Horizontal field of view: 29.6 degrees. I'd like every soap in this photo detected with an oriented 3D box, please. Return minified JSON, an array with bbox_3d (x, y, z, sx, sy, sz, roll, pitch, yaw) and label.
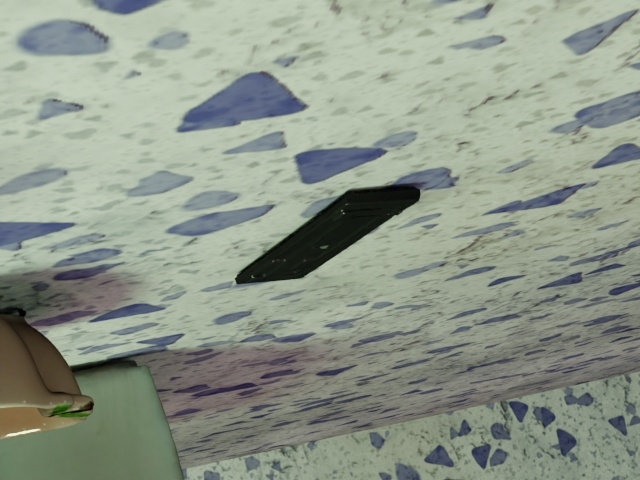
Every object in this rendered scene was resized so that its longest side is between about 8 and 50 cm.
[{"bbox_3d":[-0.274,0.333,1.376,0.213,0.350,0.435,-17,170,-18],"label":"soap"}]

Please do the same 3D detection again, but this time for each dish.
[{"bbox_3d":[-0.267,0.096,0.878,0.213,0.090,0.213,-10,167,-2],"label":"dish"}]

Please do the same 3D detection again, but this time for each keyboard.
[{"bbox_3d":[0.000,0.000,0.901,0.061,0.013,0.204,-6,166,-27],"label":"keyboard"}]
